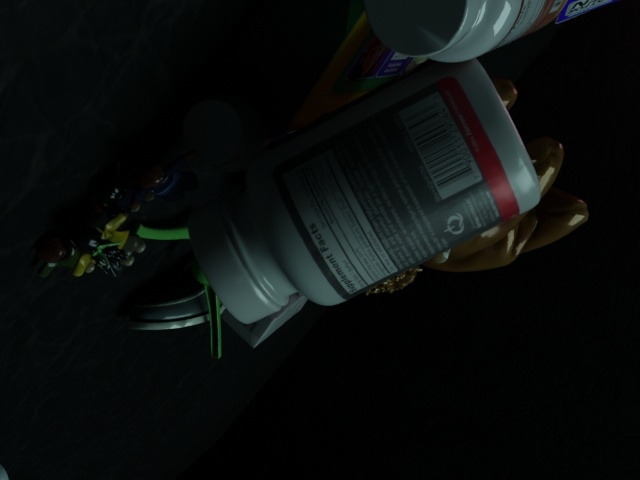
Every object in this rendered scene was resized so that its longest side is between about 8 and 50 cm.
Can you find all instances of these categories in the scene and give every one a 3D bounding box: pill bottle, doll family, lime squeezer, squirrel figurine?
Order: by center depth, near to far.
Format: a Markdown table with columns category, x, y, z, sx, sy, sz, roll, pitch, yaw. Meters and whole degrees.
| category | x | y | z | sx | sy | sz | roll | pitch | yaw |
| --- | --- | --- | --- | --- | --- | --- | --- | --- | --- |
| pill bottle | 0.130 | -0.222 | 0.693 | 0.216 | 0.121 | 0.121 | -32 | 162 | -49 |
| doll family | -0.198 | -0.025 | 0.795 | 0.193 | 0.076 | 0.111 | -53 | 166 | 1 |
| pill bottle | 0.037 | -0.043 | 0.799 | 0.319 | 0.176 | 0.176 | -27 | 174 | 9 |
| pill bottle | -0.082 | -0.119 | 0.873 | 0.087 | 0.087 | 0.160 | -51 | 171 | 19 |
| lime squeezer | -0.161 | 0.039 | 1.068 | 0.310 | 0.059 | 0.109 | 71 | 18 | -52 |
| squirrel figurine | 0.128 | -0.045 | 1.071 | 0.397 | 0.281 | 0.370 | -31 | 176 | 18 |

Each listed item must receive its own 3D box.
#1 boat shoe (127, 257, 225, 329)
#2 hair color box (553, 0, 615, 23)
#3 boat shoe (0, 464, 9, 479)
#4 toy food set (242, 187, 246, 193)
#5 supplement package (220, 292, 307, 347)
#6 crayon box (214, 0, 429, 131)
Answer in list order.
| category | x | y | z | sx | sy | sz | roll | pitch | yaw |
| --- | --- | --- | --- | --- | --- | --- | --- | --- | --- |
| boat shoe | -0.178 | 0.056 | 1.233 | 0.319 | 0.116 | 0.099 | -22 | 110 | -55 |
| hair color box | 0.322 | -0.435 | 0.975 | 0.110 | 0.185 | 0.339 | -22 | 165 | 2 |
| boat shoe | -0.495 | 0.378 | 1.097 | 0.183 | 0.065 | 0.083 | -51 | 172 | 25 |
| toy food set | -0.051 | -0.083 | 1.210 | 0.128 | 0.071 | 0.218 | -37 | 165 | -51 |
| supplement package | -0.107 | 0.124 | 1.703 | 0.179 | 0.105 | 0.105 | -38 | 166 | -50 |
| crayon box | 0.085 | -0.287 | 0.889 | 0.313 | 0.106 | 0.363 | -54 | 168 | 25 |
